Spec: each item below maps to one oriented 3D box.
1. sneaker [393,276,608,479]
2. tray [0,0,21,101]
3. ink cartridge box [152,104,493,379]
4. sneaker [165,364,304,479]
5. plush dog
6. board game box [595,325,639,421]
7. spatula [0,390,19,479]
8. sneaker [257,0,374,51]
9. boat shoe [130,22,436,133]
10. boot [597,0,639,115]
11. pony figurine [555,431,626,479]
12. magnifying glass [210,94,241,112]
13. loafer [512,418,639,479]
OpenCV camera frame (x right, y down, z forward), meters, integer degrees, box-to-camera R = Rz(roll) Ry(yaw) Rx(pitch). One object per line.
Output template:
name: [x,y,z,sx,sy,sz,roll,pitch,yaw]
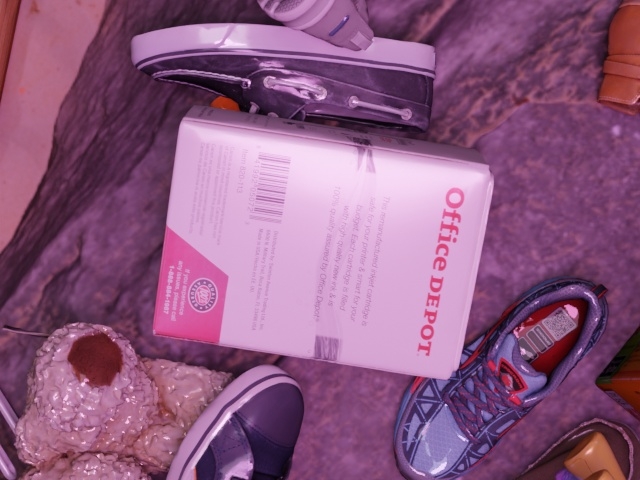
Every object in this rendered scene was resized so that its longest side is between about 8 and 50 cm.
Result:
sneaker: [0.164,0.125,1.187,0.104,0.125,0.262,44,87,8]
tray: [-0.426,-0.192,1.292,0.203,0.076,0.411,9,85,5]
ink cartridge box: [0.000,0.000,1.178,0.283,0.117,0.207,9,103,-2]
sneaker: [-0.088,0.273,1.135,0.127,0.126,0.321,32,91,37]
plush dog: [-0.219,0.210,1.176,0.211,0.262,0.225,-1,70,37]
board game box: [0.502,0.095,1.052,0.356,0.356,0.356,39,87,7]
spatula: [-0.345,0.132,1.206,0.019,0.168,0.242,-34,88,10]
sneaker: [-0.021,-0.274,1.230,0.105,0.115,0.281,-37,41,23]
boat shoe: [-0.037,-0.150,1.242,0.301,0.108,0.102,4,87,-9]
boot: [0.378,-0.177,1.240,0.197,0.073,0.152,17,83,18]
pony figurine: [0.305,0.329,1.012,0.363,0.351,0.303,45,66,5]
magnifying glass: [-0.037,-0.051,1.275,0.092,0.026,0.231,-34,84,-1]
loafer: [0.206,0.257,1.162,0.094,0.087,0.251,34,72,35]
